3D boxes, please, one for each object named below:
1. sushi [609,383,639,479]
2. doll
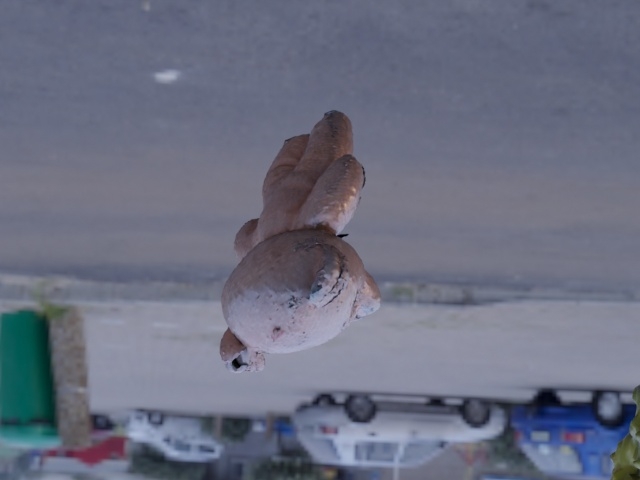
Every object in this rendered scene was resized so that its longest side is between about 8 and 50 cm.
[{"bbox_3d":[0.428,0.135,0.955,0.351,0.397,0.240,11,-159,-6],"label":"sushi"},{"bbox_3d":[0.000,0.000,1.396,0.156,0.303,0.201,34,135,-20],"label":"doll"}]
